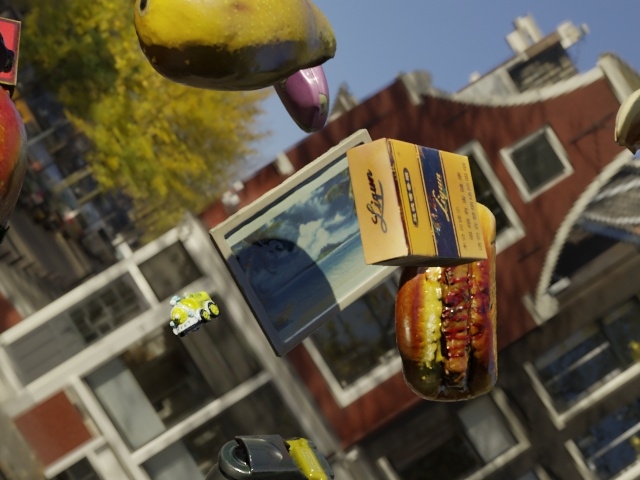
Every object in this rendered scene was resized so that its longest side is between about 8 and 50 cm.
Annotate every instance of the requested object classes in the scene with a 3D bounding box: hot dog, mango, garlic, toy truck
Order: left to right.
[{"bbox_3d":[-0.249,0.135,2.160,0.077,0.076,0.111,60,22,3],"label":"toy truck"},{"bbox_3d":[-0.092,-0.266,1.370,0.177,0.175,0.329,55,29,-1],"label":"mango"},{"bbox_3d":[-0.076,0.323,1.265,0.165,0.224,0.147,17,22,-31],"label":"toy truck"},{"bbox_3d":[0.248,0.122,2.191,0.223,0.185,0.405,-14,103,-77],"label":"hot dog"},{"bbox_3d":[0.658,-0.244,2.130,0.115,0.206,0.128,102,-19,-59],"label":"garlic"}]

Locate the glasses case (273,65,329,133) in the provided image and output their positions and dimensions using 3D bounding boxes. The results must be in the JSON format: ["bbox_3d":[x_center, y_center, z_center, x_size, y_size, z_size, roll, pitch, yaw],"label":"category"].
[{"bbox_3d":[-0.058,-0.322,1.915,0.123,0.075,0.316,100,-30,-57],"label":"glasses case"}]

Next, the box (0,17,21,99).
[{"bbox_3d":[-0.654,-0.334,1.978,0.074,0.239,0.153,131,-38,-54],"label":"box"}]

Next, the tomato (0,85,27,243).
[{"bbox_3d":[-0.481,-0.076,1.275,0.303,0.303,0.239,75,-3,-65],"label":"tomato"}]

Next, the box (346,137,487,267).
[{"bbox_3d":[0.131,-0.043,1.490,0.237,0.070,0.152,6,73,-59],"label":"box"}]

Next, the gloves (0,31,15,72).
[{"bbox_3d":[-0.521,-0.256,1.541,0.331,0.141,0.154,14,-67,60],"label":"gloves"}]

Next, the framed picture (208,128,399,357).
[{"bbox_3d":[0.000,0.000,1.765,0.024,0.315,0.232,8,-50,61],"label":"framed picture"}]
